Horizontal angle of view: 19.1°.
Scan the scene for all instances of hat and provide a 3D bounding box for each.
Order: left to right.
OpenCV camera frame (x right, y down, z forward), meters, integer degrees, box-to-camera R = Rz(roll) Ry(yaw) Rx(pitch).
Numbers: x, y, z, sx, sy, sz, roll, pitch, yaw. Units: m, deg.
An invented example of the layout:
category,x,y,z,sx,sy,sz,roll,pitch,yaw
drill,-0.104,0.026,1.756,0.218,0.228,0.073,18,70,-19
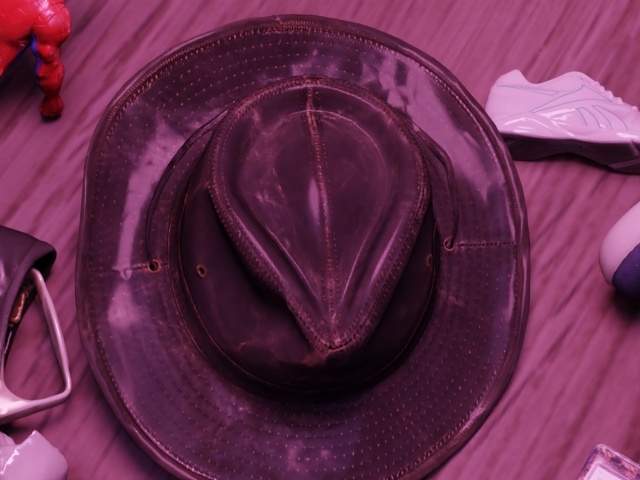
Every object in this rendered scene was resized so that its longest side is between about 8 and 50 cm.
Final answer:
category,x,y,z,sx,sy,sz,roll,pitch,yaw
hat,0.000,0.000,1.187,0.331,0.134,0.331,2,78,-10

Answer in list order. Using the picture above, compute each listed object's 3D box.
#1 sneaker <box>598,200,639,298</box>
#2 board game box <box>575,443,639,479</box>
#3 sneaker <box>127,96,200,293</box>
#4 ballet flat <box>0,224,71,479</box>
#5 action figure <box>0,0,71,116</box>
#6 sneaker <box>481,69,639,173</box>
category,x,y,z,sx,sy,sz,roll,pitch,yaw
sneaker,0.358,0.013,1.208,0.350,0.131,0.148,-12,65,-3
board game box,0.221,0.301,1.101,0.291,0.141,0.232,31,74,13
sneaker,-0.111,-0.022,1.286,0.067,0.064,0.175,1,68,32
ballet flat,-0.208,0.116,1.215,0.096,0.095,0.280,4,69,-9
action figure,-0.237,-0.102,1.305,0.280,0.139,0.091,-46,77,9
sneaker,0.185,-0.084,1.293,0.152,0.053,0.061,9,68,6
